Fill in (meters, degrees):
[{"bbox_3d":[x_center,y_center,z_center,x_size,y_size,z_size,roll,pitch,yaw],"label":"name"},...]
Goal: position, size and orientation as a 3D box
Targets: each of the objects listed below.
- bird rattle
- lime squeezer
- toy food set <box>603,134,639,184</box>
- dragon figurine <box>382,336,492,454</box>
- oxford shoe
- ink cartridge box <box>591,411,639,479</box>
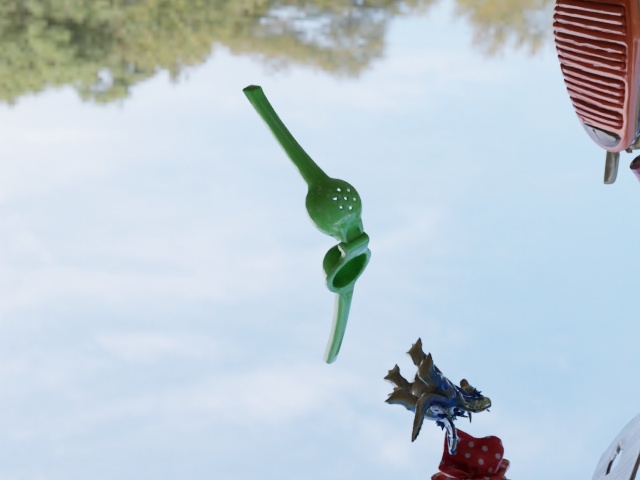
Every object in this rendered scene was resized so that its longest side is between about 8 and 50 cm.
[{"bbox_3d":[0.222,0.370,1.860,0.207,0.143,0.253,23,-152,14],"label":"bird rattle"},{"bbox_3d":[0.000,0.000,1.376,0.110,0.310,0.059,2,-151,35],"label":"lime squeezer"},{"bbox_3d":[0.289,-0.076,1.151,0.122,0.077,0.019,-2,-157,-7],"label":"toy food set"},{"bbox_3d":[0.158,0.208,1.768,0.144,0.085,0.289,39,-176,-8],"label":"dragon figurine"},{"bbox_3d":[0.237,-0.199,1.049,0.098,0.271,0.097,-15,-154,-26],"label":"oxford shoe"},{"bbox_3d":[0.205,0.256,0.880,0.130,0.271,0.309,21,167,9],"label":"ink cartridge box"}]
